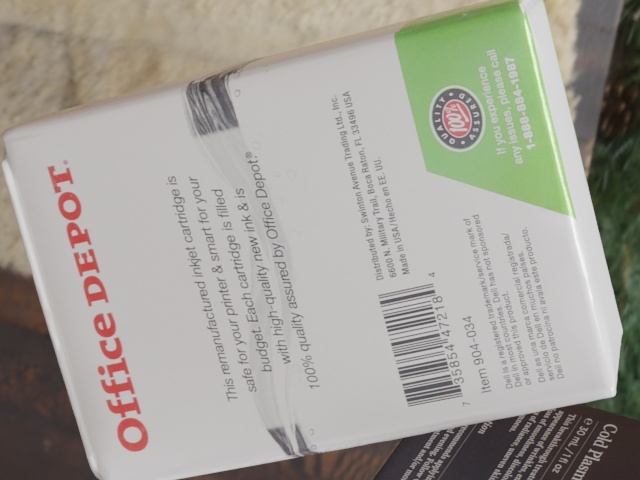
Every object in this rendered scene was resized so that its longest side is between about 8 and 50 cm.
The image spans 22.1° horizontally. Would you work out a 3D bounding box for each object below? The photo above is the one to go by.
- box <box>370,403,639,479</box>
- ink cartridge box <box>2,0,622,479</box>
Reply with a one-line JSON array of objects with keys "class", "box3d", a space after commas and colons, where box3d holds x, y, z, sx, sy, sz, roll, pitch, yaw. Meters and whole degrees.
[{"class": "box", "box3d": [0.158, 0.286, 1.074, 0.313, 0.343, 0.179, 13, 131, 29]}, {"class": "ink cartridge box", "box3d": [0.000, 0.000, 0.847, 0.273, 0.115, 0.198, -12, 100, 14]}]
